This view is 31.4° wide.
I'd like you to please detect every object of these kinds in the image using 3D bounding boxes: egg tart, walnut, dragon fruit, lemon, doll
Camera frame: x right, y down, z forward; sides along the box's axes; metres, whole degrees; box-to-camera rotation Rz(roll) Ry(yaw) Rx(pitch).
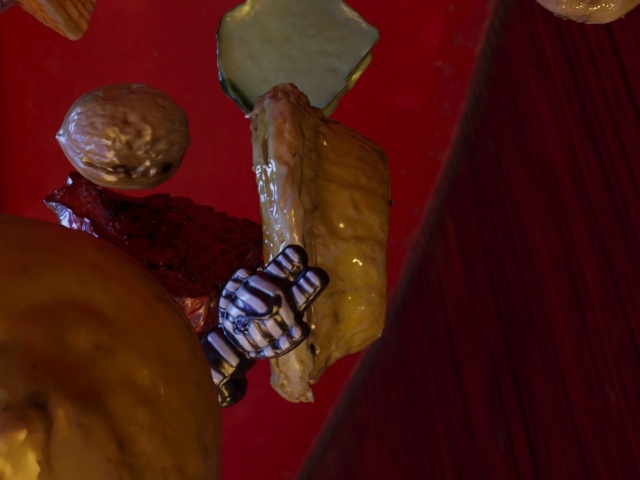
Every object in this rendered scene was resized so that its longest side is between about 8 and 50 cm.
[{"bbox_3d":[0.000,0.000,1.325,0.169,0.388,0.388,-1,144,0],"label":"egg tart"},{"bbox_3d":[-0.276,-0.145,1.591,0.184,0.155,0.155,-4,146,-23],"label":"walnut"},{"bbox_3d":[-0.275,0.072,1.648,0.329,0.228,0.286,24,130,6],"label":"dragon fruit"},{"bbox_3d":[-0.195,0.123,0.662,0.297,0.297,0.297,-5,144,-3],"label":"lemon"},{"bbox_3d":[-0.079,0.096,1.065,0.219,0.091,0.067,-47,169,13],"label":"doll"}]

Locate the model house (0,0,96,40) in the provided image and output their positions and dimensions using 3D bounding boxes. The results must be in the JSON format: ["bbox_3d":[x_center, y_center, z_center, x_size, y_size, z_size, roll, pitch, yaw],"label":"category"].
[{"bbox_3d":[-0.393,-0.341,1.298,0.237,0.237,0.202,-24,144,4],"label":"model house"}]

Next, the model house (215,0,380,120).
[{"bbox_3d":[-0.043,-0.248,1.637,0.214,0.195,0.189,-52,172,-4],"label":"model house"}]

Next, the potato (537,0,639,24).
[{"bbox_3d":[0.435,-0.488,1.872,0.239,0.116,0.299,-35,101,11],"label":"potato"}]
